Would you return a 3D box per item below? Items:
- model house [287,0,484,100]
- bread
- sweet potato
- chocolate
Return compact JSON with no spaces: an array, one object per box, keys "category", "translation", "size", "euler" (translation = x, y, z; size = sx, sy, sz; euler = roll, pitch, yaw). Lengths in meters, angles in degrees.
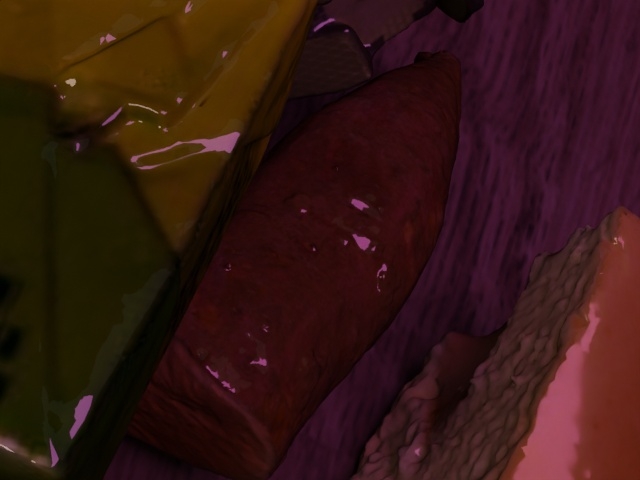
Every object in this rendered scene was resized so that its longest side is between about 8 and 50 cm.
[{"category":"model house","translation":[-0.088,-0.163,0.967],"size":[0.278,0.218,0.205],"euler":[-35,138,-6]},{"category":"bread","translation":[0.147,0.142,0.964],"size":[0.211,0.183,0.224],"euler":[41,58,-20]},{"category":"sweet potato","translation":[0.003,0.000,0.957],"size":[0.131,0.131,0.337],"euler":[49,47,-8]},{"category":"chocolate","translation":[-0.183,-0.041,0.780],"size":[0.300,0.137,0.289],"euler":[20,59,8]}]
